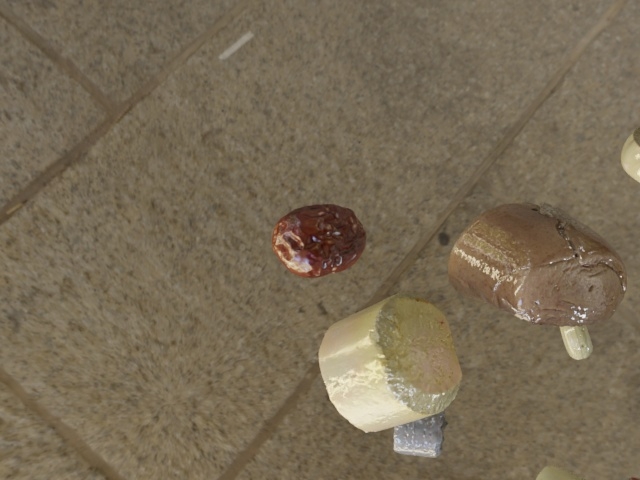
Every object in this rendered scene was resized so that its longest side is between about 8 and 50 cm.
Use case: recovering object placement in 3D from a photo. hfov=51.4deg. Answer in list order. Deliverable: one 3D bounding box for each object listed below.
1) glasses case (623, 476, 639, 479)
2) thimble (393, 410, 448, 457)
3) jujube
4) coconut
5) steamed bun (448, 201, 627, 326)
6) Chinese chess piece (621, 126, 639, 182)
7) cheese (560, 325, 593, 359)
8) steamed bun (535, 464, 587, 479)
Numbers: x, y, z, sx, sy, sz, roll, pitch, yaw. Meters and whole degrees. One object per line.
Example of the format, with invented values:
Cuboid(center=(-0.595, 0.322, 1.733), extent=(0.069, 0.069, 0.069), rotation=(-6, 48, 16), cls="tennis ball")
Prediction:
Cuboid(center=(0.532, 0.440, 0.997), extent=(0.073, 0.049, 0.194), rotation=(-21, 53, -32), cls="glasses case")
Cuboid(center=(0.241, 0.444, 1.592), extent=(0.117, 0.151, 0.127), rotation=(3, 118, 16), cls="thimble")
Cuboid(center=(0.000, 0.000, 1.550), extent=(0.250, 0.174, 0.174), rotation=(-15, 78, -55), cls="jujube")
Cuboid(center=(0.119, 0.228, 1.224), extent=(0.239, 0.244, 0.239), rotation=(18, 57, -29), cls="coconut")
Cuboid(center=(0.416, 0.032, 1.240), extent=(0.301, 0.251, 0.199), rotation=(-1, 105, -32), cls="steamed bun")
Cuboid(center=(0.486, -0.113, 0.931), extent=(0.122, 0.051, 0.122), rotation=(5, 39, -4), cls="Chinese chess piece")
Cuboid(center=(0.620, 0.179, 1.659), extent=(0.064, 0.137, 0.228), rotation=(-16, 95, 17), cls="cheese")
Cuboid(center=(0.618, 0.683, 1.617), extent=(0.154, 0.200, 0.250), rotation=(-18, 112, -38), cls="steamed bun")
